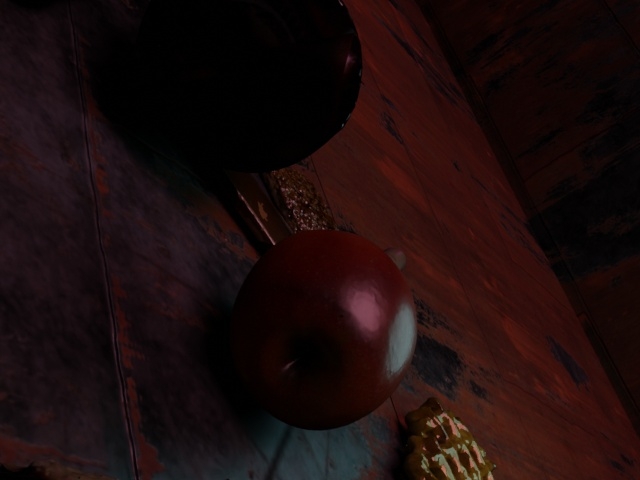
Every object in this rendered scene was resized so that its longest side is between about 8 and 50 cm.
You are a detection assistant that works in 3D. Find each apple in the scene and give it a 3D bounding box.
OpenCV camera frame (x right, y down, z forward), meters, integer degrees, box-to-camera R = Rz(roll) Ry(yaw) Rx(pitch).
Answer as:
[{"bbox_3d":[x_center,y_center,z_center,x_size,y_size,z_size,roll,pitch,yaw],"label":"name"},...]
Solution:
[{"bbox_3d":[0.002,0.081,0.883,0.181,0.181,0.168,57,20,0],"label":"apple"}]

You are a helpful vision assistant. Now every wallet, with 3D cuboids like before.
[{"bbox_3d":[-0.072,-0.031,1.104,0.176,0.026,0.095,55,14,-7],"label":"wallet"}]

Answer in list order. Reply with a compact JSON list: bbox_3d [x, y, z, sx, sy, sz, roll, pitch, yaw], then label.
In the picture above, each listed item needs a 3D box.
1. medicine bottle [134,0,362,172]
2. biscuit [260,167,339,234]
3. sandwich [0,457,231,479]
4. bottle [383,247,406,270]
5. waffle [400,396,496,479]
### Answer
[{"bbox_3d":[-0.095,-0.242,1.097,0.242,0.242,0.395,47,9,-25],"label":"medicine bottle"},{"bbox_3d":[0.000,0.000,1.227,0.231,0.025,0.131,63,20,16],"label":"biscuit"},{"bbox_3d":[-0.075,0.232,0.336,0.131,0.262,0.325,18,42,-58],"label":"sandwich"},{"bbox_3d":[0.099,0.035,1.375,0.045,0.045,0.096,58,19,3],"label":"bottle"},{"bbox_3d":[0.183,0.324,1.122,0.291,0.051,0.291,46,25,-29],"label":"waffle"}]
